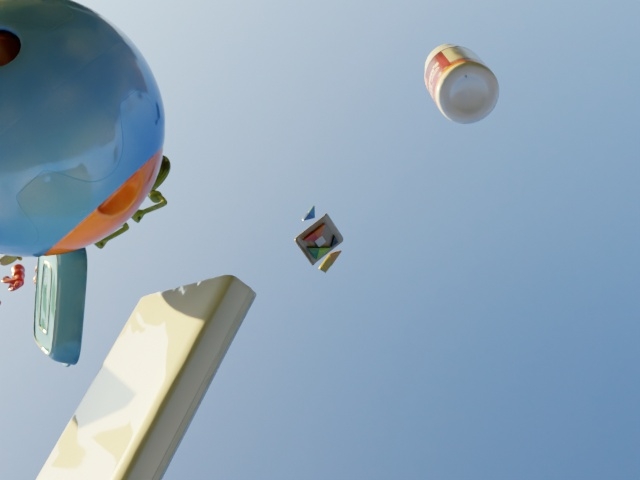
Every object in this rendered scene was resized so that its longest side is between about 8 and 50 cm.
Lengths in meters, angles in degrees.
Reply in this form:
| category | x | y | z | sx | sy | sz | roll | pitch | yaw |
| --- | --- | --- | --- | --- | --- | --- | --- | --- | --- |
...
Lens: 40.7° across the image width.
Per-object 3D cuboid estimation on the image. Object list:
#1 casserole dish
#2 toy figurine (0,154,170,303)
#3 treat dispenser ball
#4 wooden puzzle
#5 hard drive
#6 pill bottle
| category | x | y | z | sx | sy | sz | roll | pitch | yaw |
| --- | --- | --- | --- | --- | --- | --- | --- | --- | --- |
| casserole dish | -0.341 | 0.074 | 1.122 | 0.037 | 0.188 | 0.114 | 0 | -166 | -35 |
| toy figurine | -0.429 | -0.076 | 1.287 | 0.362 | 0.217 | 0.191 | -32 | -153 | 7 |
| treat dispenser ball | -0.316 | -0.125 | 0.949 | 0.288 | 0.288 | 0.288 | -4 | -139 | 3 |
| wooden puzzle | 0.000 | 0.000 | 1.441 | 0.078 | 0.116 | 0.014 | -46 | -142 | -4 |
| hard drive | -0.185 | 0.178 | 0.781 | 0.203 | 0.040 | 0.307 | -16 | -139 | 53 |
| pill bottle | 0.273 | -0.318 | 1.715 | 0.121 | 0.121 | 0.221 | -6 | -155 | 0 |
